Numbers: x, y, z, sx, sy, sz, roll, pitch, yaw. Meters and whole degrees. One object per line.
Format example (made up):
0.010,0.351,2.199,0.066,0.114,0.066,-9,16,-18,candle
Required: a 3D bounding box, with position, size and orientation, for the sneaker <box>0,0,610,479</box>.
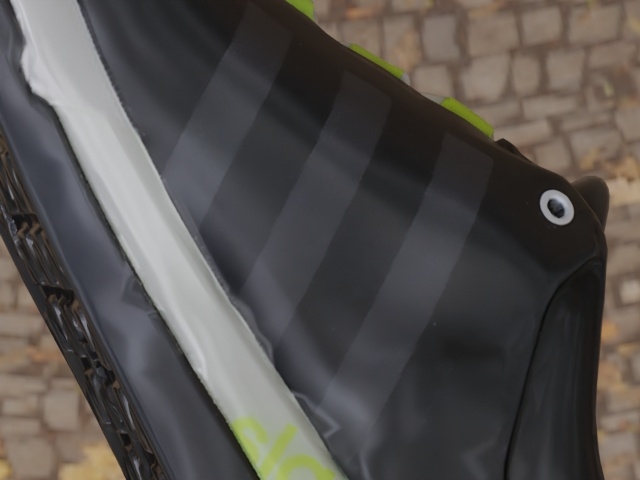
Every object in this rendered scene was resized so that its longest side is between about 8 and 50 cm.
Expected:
0.000,0.000,0.354,0.097,0.234,0.084,-25,176,-14,sneaker
